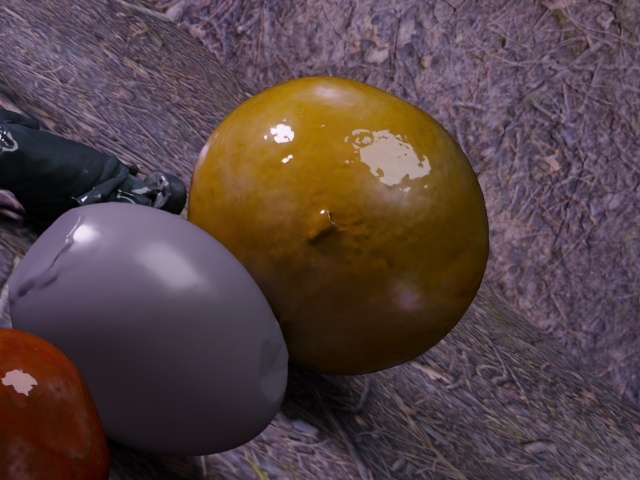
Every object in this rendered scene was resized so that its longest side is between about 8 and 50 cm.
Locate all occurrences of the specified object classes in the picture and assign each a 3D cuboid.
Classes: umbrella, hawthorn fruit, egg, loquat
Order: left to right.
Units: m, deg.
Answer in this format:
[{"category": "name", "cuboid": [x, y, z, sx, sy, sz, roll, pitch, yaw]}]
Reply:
[{"category": "hawthorn fruit", "cuboid": [-0.192, 0.128, 0.855, 0.138, 0.133, 0.133, 45, 11, -13]}, {"category": "umbrella", "cuboid": [-0.275, -0.067, 1.374, 0.349, 0.094, 0.143, 14, 45, -48]}, {"category": "egg", "cuboid": [-0.128, 0.074, 1.097, 0.232, 0.176, 0.176, 40, 12, -14]}, {"category": "loquat", "cuboid": [0.000, 0.000, 1.467, 0.328, 0.328, 0.359, 39, 56, 7]}]
